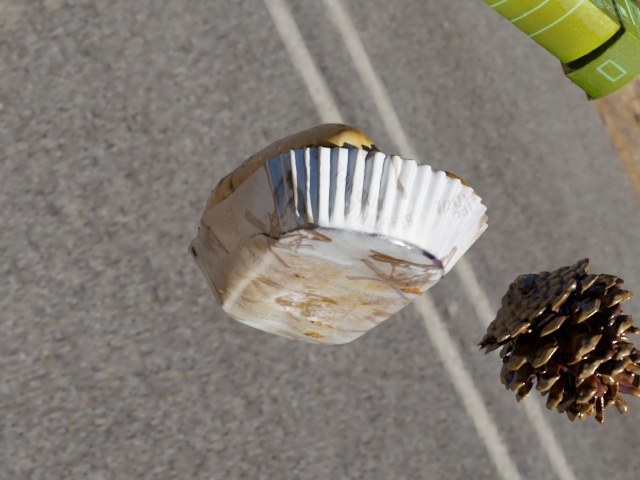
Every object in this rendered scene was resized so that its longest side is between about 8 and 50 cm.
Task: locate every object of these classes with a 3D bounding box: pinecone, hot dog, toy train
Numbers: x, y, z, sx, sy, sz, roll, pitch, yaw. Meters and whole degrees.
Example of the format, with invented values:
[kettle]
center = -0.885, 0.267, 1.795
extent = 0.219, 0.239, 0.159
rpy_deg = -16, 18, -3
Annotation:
[pinecone]
center = 0.247, 0.102, 1.388
extent = 0.173, 0.173, 0.174
rpy_deg = 41, 39, -44
[hot dog]
center = 0.000, 0.000, 0.829
extent = 0.144, 0.268, 0.075
rpy_deg = 20, 72, -15
[toy train]
center = 0.184, -0.222, 1.168
extent = 0.225, 0.090, 0.137
rpy_deg = 27, 42, -40
